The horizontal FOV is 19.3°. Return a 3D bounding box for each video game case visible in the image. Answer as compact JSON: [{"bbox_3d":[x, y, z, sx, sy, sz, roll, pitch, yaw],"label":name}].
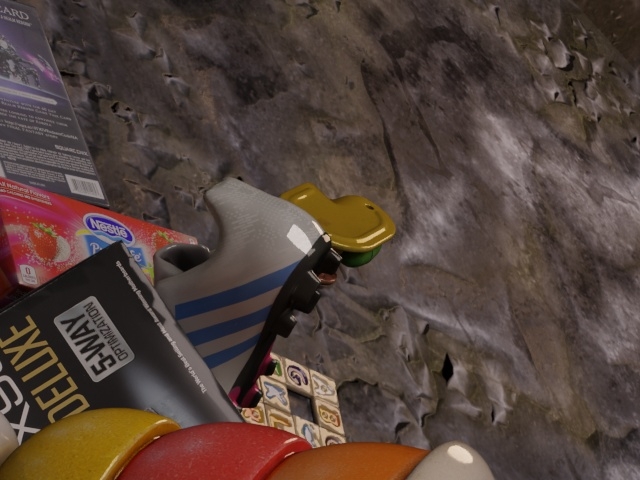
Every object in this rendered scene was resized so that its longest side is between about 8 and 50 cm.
[{"bbox_3d":[-0.333,-0.153,1.941,0.196,0.026,0.274,12,45,-48],"label":"video game case"}]

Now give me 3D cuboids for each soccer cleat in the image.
[{"bbox_3d":[-0.107,0.087,1.691,0.143,0.331,0.116,35,27,7],"label":"soccer cleat"}]

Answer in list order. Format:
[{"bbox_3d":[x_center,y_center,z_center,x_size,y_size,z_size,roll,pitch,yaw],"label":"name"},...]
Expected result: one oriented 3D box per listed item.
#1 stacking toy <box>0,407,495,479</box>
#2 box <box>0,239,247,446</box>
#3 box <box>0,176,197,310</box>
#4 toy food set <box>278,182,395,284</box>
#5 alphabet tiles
[{"bbox_3d":[-0.136,0.243,1.392,0.479,0.351,0.350,20,23,17],"label":"stacking toy"},{"bbox_3d":[-0.184,0.191,1.558,0.242,0.076,0.307,-32,81,-20],"label":"box"},{"bbox_3d":[-0.227,0.050,1.750,0.257,0.122,0.128,19,41,-43],"label":"box"},{"bbox_3d":[0.000,0.000,2.194,0.128,0.071,0.218,31,23,16],"label":"toy food set"},{"bbox_3d":[-0.040,0.206,1.947,0.198,0.009,0.237,27,36,-36],"label":"alphabet tiles"}]
